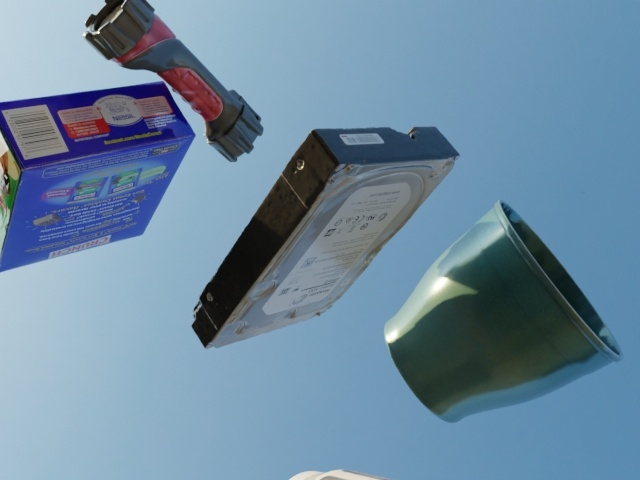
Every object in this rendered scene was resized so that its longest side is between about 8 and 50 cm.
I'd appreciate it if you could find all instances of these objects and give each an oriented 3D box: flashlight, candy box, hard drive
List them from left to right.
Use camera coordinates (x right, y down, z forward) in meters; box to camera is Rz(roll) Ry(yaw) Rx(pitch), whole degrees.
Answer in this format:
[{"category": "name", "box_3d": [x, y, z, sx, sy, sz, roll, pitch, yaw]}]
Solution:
[{"category": "candy box", "box_3d": [-0.381, -0.095, 1.069, 0.122, 0.268, 0.317, 59, -40, 14]}, {"category": "flashlight", "box_3d": [-0.212, -0.236, 1.027, 0.103, 0.304, 0.103, -31, -138, 15]}, {"category": "hard drive", "box_3d": [0.000, 0.000, 0.854, 0.064, 0.236, 0.339, 55, -52, 21]}]

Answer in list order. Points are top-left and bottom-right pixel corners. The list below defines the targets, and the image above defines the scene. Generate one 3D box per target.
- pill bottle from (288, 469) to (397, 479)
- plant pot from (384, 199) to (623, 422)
[{"category": "pill bottle", "box_3d": [0.059, 0.397, 0.907, 0.283, 0.161, 0.161, -16, -92, 55]}, {"category": "plant pot", "box_3d": [0.242, 0.125, 0.986, 0.255, 0.271, 0.272, -39, -100, 19]}]
